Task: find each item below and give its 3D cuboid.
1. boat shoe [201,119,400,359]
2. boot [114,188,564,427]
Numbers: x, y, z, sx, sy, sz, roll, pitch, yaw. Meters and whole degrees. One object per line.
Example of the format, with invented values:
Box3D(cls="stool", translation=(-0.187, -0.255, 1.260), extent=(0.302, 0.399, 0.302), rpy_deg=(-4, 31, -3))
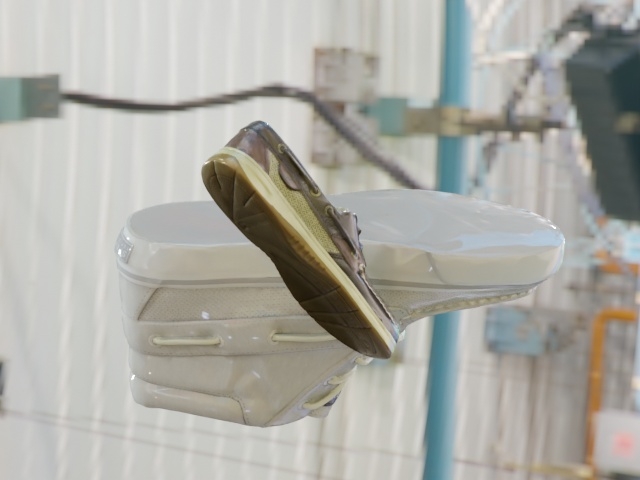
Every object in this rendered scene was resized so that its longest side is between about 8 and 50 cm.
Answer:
Box3D(cls="boat shoe", translation=(0.000, 0.000, 0.992), extent=(0.049, 0.056, 0.152), rpy_deg=(-50, -63, -25))
Box3D(cls="boot", translation=(0.011, 0.043, 1.085), extent=(0.095, 0.258, 0.123), rpy_deg=(-90, 0, -65))
